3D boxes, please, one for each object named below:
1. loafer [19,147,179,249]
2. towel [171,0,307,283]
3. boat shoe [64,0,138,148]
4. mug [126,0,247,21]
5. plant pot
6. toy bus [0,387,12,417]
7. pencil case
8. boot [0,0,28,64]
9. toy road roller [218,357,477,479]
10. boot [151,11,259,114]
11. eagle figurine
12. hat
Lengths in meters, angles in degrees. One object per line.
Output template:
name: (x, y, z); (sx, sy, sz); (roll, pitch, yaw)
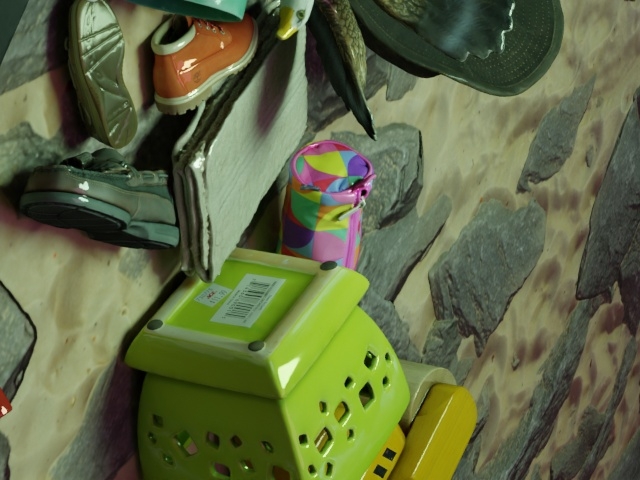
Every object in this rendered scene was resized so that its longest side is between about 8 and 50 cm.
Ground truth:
loafer: (-0.204, -0.048, 1.695); (0.267, 0.096, 0.084); (30, 63, -72)
towel: (-0.083, -0.107, 1.919); (0.187, 0.049, 0.282); (90, 23, -45)
boat shoe: (-0.208, -0.156, 1.674); (0.056, 0.048, 0.153); (-40, 132, -34)
mug: (-0.133, -0.264, 1.687); (0.129, 0.157, 0.097); (11, 91, -41)
plant pot: (-0.061, 0.140, 1.928); (0.228, 0.227, 0.207); (-50, 139, -42)
toy bus: (-0.361, 0.142, 1.430); (0.202, 0.191, 0.104); (-64, -164, -22)
pencil case: (0.000, 0.000, 2.069); (0.104, 0.104, 0.236); (-49, 157, -44)
boot: (-0.322, -0.086, 1.244); (0.367, 0.146, 0.445); (101, 7, -74)
toy road roller: (0.018, 0.241, 2.177); (0.329, 0.202, 0.241); (-58, 139, -29)
boot: (-0.115, -0.201, 1.822); (0.158, 0.059, 0.085); (-50, 140, -41)
eagle figurine: (0.014, -0.263, 1.806); (0.298, 0.226, 0.225); (33, 87, -23)
hat: (0.107, -0.275, 2.083); (0.134, 0.331, 0.331); (-45, -177, 46)
